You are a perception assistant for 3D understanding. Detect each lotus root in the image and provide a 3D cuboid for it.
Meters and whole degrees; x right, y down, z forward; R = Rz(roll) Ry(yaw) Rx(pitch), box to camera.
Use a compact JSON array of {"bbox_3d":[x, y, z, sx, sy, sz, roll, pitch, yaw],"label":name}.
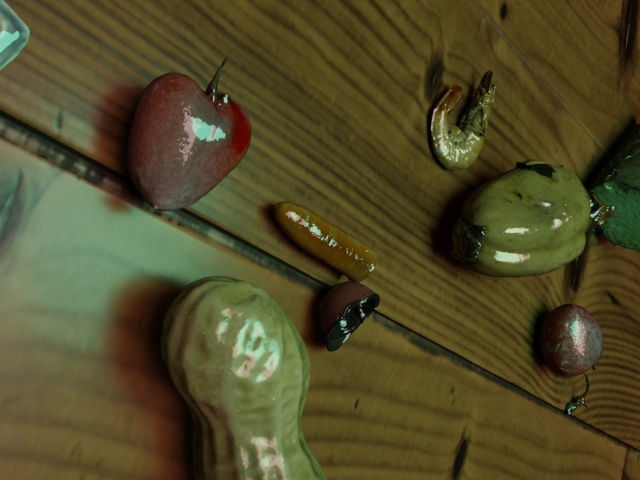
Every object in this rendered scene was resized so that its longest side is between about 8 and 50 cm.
[{"bbox_3d":[0.278,-0.028,0.888,0.256,0.140,0.155,-11,111,-30],"label":"lotus root"}]

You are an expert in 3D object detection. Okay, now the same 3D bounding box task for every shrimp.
[{"bbox_3d":[0.193,-0.174,0.887,0.095,0.045,0.163,25,78,-17],"label":"shrimp"}]

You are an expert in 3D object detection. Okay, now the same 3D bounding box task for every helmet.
[{"bbox_3d":[0.022,0.077,0.723,0.084,0.049,0.065,-46,156,-2],"label":"helmet"}]

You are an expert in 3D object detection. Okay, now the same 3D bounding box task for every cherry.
[{"bbox_3d":[-0.122,-0.093,0.576,0.126,0.087,0.106,-43,125,-12],"label":"cherry"},{"bbox_3d":[0.402,0.198,1.031,0.107,0.090,0.226,-39,124,-47],"label":"cherry"}]

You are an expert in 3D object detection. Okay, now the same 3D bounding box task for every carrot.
[{"bbox_3d":[0.000,0.000,0.710,0.139,0.048,0.048,31,70,-34],"label":"carrot"}]

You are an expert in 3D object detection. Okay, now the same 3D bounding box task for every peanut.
[{"bbox_3d":[-0.061,0.171,0.607,0.136,0.120,0.299,-20,105,-34],"label":"peanut"}]

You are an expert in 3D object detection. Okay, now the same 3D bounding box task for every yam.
[{"bbox_3d":[0.598,-0.116,1.147,0.304,0.168,0.168,-40,115,-32],"label":"yam"}]

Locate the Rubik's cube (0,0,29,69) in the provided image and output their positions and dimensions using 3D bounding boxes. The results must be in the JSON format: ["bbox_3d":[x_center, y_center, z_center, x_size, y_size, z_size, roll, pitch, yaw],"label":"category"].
[{"bbox_3d":[-0.336,-0.086,0.278,0.256,0.259,0.253,51,58,-29],"label":"Rubik's cube"}]

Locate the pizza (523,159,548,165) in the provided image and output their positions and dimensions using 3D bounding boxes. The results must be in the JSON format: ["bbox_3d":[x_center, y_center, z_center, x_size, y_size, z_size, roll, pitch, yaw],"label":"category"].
[{"bbox_3d":[0.349,-0.093,1.019,0.099,0.029,0.100,-43,117,-33],"label":"pizza"}]
